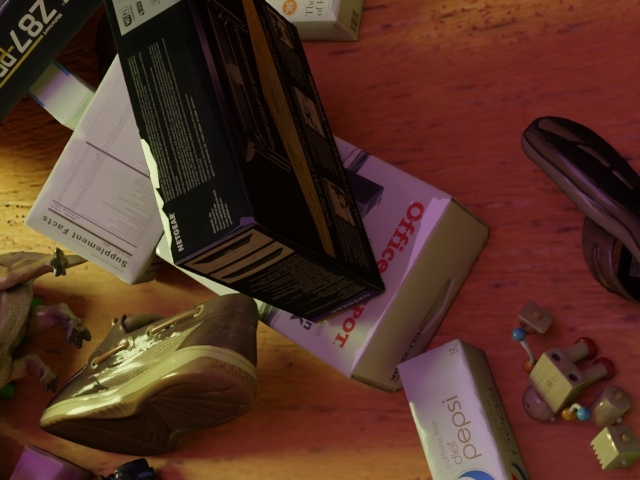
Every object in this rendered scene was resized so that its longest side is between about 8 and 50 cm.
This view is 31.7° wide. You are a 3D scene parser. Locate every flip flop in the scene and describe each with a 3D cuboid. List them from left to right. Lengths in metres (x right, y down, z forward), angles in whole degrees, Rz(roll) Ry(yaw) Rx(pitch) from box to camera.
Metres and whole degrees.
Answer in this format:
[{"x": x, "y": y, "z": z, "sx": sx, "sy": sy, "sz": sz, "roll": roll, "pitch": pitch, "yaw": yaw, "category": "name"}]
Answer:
[{"x": 0.269, "y": -0.001, "z": 1.007, "sx": 0.277, "sy": 0.112, "sz": 0.080, "roll": 51, "pitch": 127, "yaw": 27, "category": "flip flop"}]

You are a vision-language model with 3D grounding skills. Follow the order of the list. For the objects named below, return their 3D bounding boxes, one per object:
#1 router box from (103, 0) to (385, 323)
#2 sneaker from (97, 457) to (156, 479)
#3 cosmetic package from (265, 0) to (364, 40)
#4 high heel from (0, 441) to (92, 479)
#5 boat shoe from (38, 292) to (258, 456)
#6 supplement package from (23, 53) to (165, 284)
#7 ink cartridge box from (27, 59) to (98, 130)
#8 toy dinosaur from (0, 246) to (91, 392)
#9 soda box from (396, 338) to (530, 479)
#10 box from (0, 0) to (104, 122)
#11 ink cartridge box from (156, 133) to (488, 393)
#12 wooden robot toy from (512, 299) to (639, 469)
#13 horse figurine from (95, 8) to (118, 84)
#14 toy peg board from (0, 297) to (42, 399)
[{"x": -0.068, "y": -0.099, "z": 0.990, "sx": 0.081, "sy": 0.243, "sz": 0.309, "roll": -26, "pitch": 65, "yaw": 19, "category": "router box"}, {"x": -0.177, "y": 0.270, "z": 1.182, "sx": 0.152, "sy": 0.058, "sz": 0.084, "roll": -15, "pitch": 78, "yaw": 31, "category": "sneaker"}, {"x": 0.007, "y": -0.344, "z": 1.262, "sx": 0.099, "sy": 0.060, "sz": 0.239, "roll": 4, "pitch": 77, "yaw": 30, "category": "cosmetic package"}, {"x": -0.449, "y": 0.277, "z": 1.266, "sx": 0.377, "sy": 0.127, "sz": 0.181, "roll": 17, "pitch": 74, "yaw": 23, "category": "high heel"}, {"x": -0.174, "y": 0.135, "z": 1.155, "sx": 0.342, "sy": 0.123, "sz": 0.123, "roll": -29, "pitch": 42, "yaw": 48, "category": "boat shoe"}, {"x": -0.191, "y": -0.090, "z": 1.224, "sx": 0.139, "sy": 0.134, "sz": 0.244, "roll": 30, "pitch": 91, "yaw": 1, "category": "supplement package"}, {"x": -0.273, "y": -0.153, "z": 1.320, "sx": 0.088, "sy": 0.122, "sz": 0.052, "roll": 39, "pitch": 92, "yaw": 30, "category": "ink cartridge box"}, {"x": -0.375, "y": 0.091, "z": 1.224, "sx": 0.200, "sy": 0.127, "sz": 0.295, "roll": 5, "pitch": 49, "yaw": 29, "category": "toy dinosaur"}, {"x": 0.142, "y": 0.204, "z": 1.023, "sx": 0.069, "sy": 0.074, "sz": 0.216, "roll": -26, "pitch": 65, "yaw": 19, "category": "soda box"}, {"x": -0.409, "y": -0.252, "z": 1.363, "sx": 0.395, "sy": 0.097, "sz": 0.318, "roll": -49, "pitch": 34, "yaw": 7, "category": "box"}, {"x": 0.000, "y": 0.000, "z": 1.134, "sx": 0.273, "sy": 0.114, "sz": 0.197, "roll": 30, "pitch": 91, "yaw": 30, "category": "ink cartridge box"}, {"x": 0.221, "y": 0.140, "z": 1.020, "sx": 0.173, "sy": 0.076, "sz": 0.079, "roll": 54, "pitch": 138, "yaw": 29, "category": "wooden robot toy"}, {"x": -0.174, "y": -0.274, "z": 1.336, "sx": 0.263, "sy": 0.066, "sz": 0.174, "roll": -22, "pitch": 74, "yaw": 18, "category": "horse figurine"}, {"x": -0.417, "y": 0.116, "z": 1.356, "sx": 0.161, "sy": 0.079, "sz": 0.161, "roll": 6, "pitch": 76, "yaw": 45, "category": "toy peg board"}]
